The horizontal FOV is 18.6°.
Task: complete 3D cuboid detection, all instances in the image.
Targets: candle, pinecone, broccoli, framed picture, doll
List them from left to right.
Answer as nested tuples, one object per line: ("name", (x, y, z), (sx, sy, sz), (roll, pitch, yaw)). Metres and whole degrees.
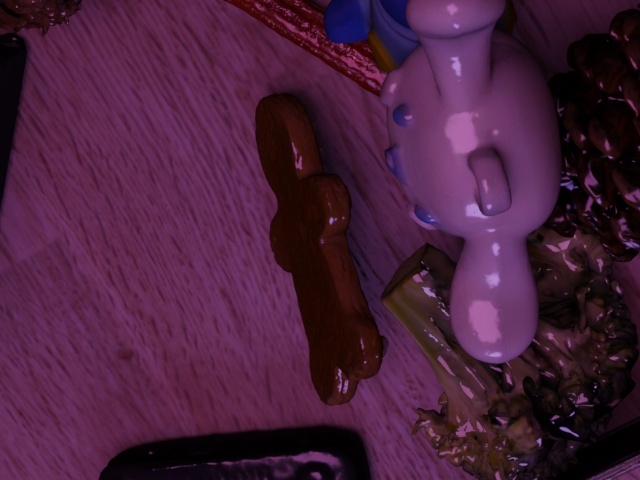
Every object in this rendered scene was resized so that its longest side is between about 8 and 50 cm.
("candle", (-0.056, -0.233, 1.877), (0.329, 0.048, 0.051), (34, 139, 3))
("doll", (0.105, -0.135, 1.667), (0.187, 0.365, 0.376), (4, 128, -11))
("broccoli", (0.174, 0.089, 1.804), (0.243, 0.247, 0.263), (37, 93, -17))
("framed picture", (0.252, 0.214, 1.834), (0.296, 0.232, 0.019), (-29, 88, 22))
("pinecone", (0.298, -0.100, 1.735), (0.257, 0.243, 0.243), (4, 113, 57))

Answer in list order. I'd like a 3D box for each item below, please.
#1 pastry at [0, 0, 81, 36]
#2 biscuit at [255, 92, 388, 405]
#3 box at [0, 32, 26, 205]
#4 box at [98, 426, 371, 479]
("pastry", (-0.309, -0.314, 1.834), (0.275, 0.275, 0.193), (23, 69, 7))
("biscuit", (0.000, 0.000, 1.871), (0.049, 0.197, 0.301), (-13, 78, -22))
("box", (-0.453, -0.041, 1.930), (0.204, 0.251, 0.345), (17, 110, 9))
("box", (-0.075, 0.342, 2.043), (0.290, 0.073, 0.289), (-6, 105, 17))
